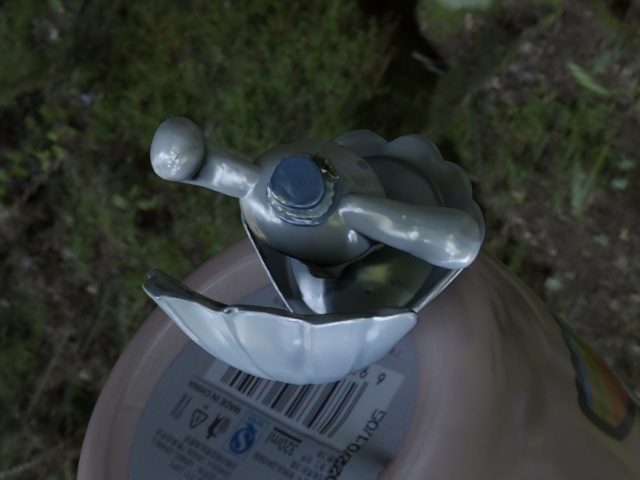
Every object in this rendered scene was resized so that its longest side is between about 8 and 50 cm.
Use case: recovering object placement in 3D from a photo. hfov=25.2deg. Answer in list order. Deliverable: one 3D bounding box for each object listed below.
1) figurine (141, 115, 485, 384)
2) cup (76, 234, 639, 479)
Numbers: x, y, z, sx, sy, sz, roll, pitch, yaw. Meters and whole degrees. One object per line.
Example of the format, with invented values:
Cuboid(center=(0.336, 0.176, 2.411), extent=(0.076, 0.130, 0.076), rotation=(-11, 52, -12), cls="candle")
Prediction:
Cuboid(center=(0.000, 0.000, 0.405), extent=(0.094, 0.082, 0.086), rotation=(7, 173, 29), cls="figurine")
Cuboid(center=(0.042, 0.124, 0.494), extent=(0.200, 0.191, 0.253), rotation=(46, -168, -42), cls="cup")
